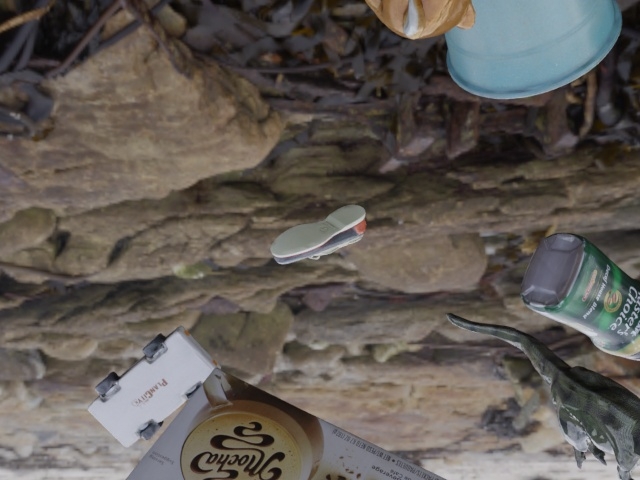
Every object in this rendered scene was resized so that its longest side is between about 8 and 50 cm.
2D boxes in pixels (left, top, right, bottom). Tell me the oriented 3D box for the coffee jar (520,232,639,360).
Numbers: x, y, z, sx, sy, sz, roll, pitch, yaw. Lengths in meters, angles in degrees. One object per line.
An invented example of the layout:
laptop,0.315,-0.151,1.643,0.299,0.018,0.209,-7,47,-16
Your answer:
coffee jar,0.322,0.069,0.833,0.184,0.096,0.079,27,172,-29

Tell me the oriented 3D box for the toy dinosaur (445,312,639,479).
toy dinosaur,0.189,0.121,0.490,0.118,0.064,0.268,43,178,-22

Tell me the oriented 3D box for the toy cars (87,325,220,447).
toy cars,-0.229,0.286,1.011,0.176,0.394,0.087,10,-162,6

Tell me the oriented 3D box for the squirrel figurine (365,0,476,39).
squirrel figurine,0.203,-0.456,0.982,0.397,0.370,0.281,17,-156,28

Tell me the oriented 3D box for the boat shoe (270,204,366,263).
boat shoe,0.000,0.000,0.890,0.137,0.049,0.043,-26,137,-28

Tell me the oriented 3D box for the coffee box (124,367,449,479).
coffee box,-0.019,0.270,0.687,0.297,0.168,0.119,22,135,18

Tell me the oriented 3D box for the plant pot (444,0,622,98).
plant pot,0.351,-0.500,1.329,0.341,0.341,0.334,-9,140,25
